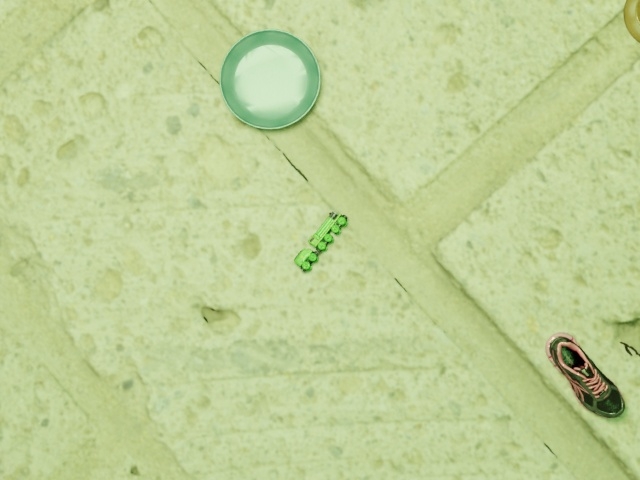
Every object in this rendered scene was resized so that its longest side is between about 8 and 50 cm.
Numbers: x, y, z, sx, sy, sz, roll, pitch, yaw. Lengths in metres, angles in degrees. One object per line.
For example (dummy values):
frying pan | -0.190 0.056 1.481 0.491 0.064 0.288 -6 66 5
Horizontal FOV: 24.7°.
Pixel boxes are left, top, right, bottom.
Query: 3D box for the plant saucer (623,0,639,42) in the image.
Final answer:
plant saucer | 0.398 -0.267 1.710 0.083 0.015 0.083 0 85 2

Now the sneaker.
sneaker | 0.303 0.156 1.663 0.047 0.057 0.119 -42 87 -3

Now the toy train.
toy train | 0.000 0.000 1.707 0.024 0.017 0.083 38 88 15

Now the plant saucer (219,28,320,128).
plant saucer | -0.059 -0.189 1.720 0.119 0.021 0.119 0 85 2
